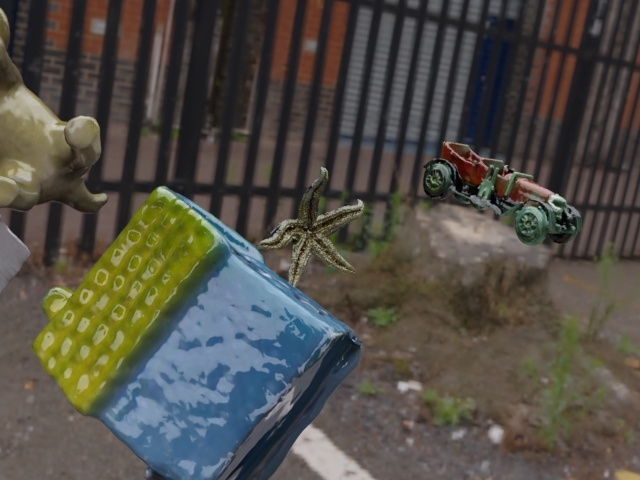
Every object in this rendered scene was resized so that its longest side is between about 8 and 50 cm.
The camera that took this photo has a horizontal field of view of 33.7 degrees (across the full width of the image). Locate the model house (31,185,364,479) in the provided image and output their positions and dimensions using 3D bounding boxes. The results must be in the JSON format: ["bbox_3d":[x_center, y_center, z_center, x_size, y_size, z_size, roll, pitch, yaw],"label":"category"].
[{"bbox_3d":[-0.138,0.107,1.105,0.303,0.237,0.215,39,1,8],"label":"model house"}]

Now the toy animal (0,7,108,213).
[{"bbox_3d":[-0.287,-0.122,0.937,0.233,0.121,0.168,46,-4,5],"label":"toy animal"}]

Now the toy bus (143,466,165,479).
[{"bbox_3d":[-0.151,0.375,1.152,0.197,0.232,0.294,-1,-24,21],"label":"toy bus"}]

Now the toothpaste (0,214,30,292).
[{"bbox_3d":[-0.235,-0.056,0.452,0.099,0.282,0.068,-43,33,-17],"label":"toothpaste"}]

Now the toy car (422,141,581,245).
[{"bbox_3d":[0.161,-0.041,0.938,0.143,0.054,0.073,29,16,37],"label":"toy car"}]

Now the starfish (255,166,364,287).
[{"bbox_3d":[0.000,0.000,1.651,0.176,0.208,0.053,51,-24,-22],"label":"starfish"}]
